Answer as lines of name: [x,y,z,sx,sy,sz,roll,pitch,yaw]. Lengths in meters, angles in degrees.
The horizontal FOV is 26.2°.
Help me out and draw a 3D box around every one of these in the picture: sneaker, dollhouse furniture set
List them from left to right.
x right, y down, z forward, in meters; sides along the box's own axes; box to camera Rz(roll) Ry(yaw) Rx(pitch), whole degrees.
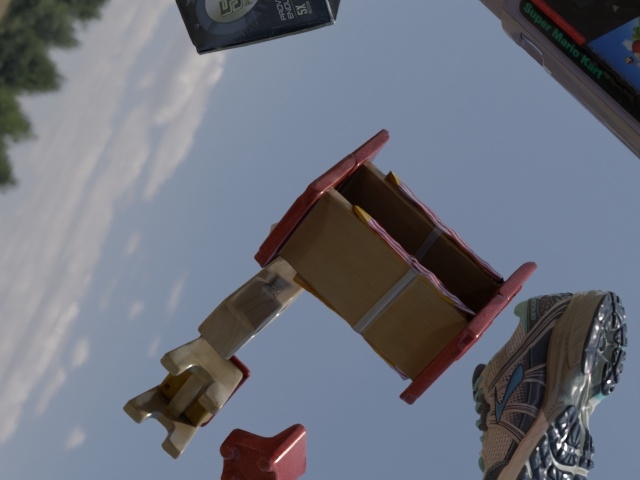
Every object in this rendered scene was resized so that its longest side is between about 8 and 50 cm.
dollhouse furniture set: [0.001,0.099,1.325,0.374,0.201,0.152,-49,174,36]
sneaker: [0.197,0.172,1.312,0.122,0.110,0.283,4,-126,40]

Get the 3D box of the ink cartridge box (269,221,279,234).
ink cartridge box: [0.000,0.000,1.389,0.115,0.029,0.063,-15,-139,27]

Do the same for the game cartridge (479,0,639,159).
game cartridge: [0.296,-0.140,1.012,0.230,0.355,0.068,-27,151,-29]

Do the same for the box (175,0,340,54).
box: [-0.045,-0.212,0.701,0.077,0.180,0.147,-10,-145,15]
